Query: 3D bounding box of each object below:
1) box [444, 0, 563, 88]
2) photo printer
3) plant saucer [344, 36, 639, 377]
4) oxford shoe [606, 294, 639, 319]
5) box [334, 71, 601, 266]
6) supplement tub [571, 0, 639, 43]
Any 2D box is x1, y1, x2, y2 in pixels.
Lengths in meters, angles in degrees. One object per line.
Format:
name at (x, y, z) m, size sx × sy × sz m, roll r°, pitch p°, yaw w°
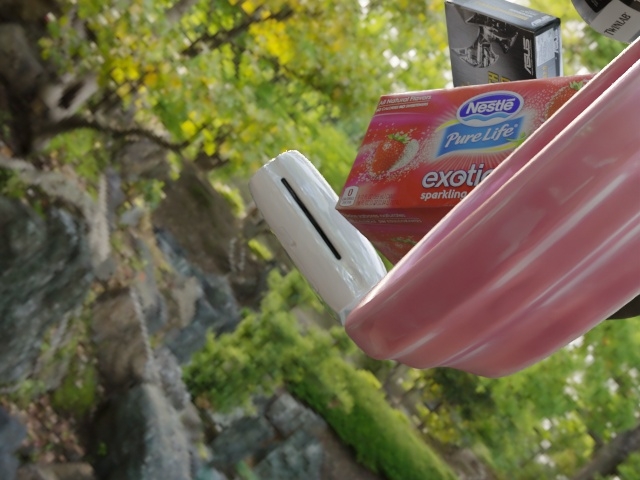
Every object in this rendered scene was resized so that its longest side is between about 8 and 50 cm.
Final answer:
box at (0.271, -0.235, 1.562) m, size 0.183 × 0.056 × 0.231 m, roll 33°, pitch -35°, yaw 44°
photo printer at (0.000, 0.000, 1.611) m, size 0.256 × 0.107 × 0.307 m, roll 55°, pitch -3°, yaw 9°
plant saucer at (0.158, -0.036, 0.600) m, size 0.084 × 0.332 × 0.332 m, roll 48°, pitch -2°, yaw 3°
oxford shoe at (0.350, 0.061, 1.351) m, size 0.076 × 0.212 × 0.076 m, roll 63°, pitch 24°, yaw -16°
box at (0.158, -0.049, 0.895) m, size 0.257 × 0.128 × 0.122 m, roll 1°, pitch -31°, yaw 40°
supplement tub at (0.462, -0.405, 1.371) m, size 0.207 × 0.207 × 0.338 m, roll 50°, pitch -13°, yaw 5°
